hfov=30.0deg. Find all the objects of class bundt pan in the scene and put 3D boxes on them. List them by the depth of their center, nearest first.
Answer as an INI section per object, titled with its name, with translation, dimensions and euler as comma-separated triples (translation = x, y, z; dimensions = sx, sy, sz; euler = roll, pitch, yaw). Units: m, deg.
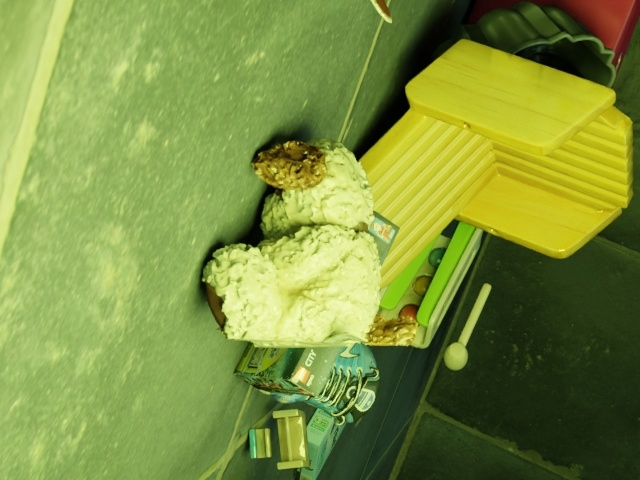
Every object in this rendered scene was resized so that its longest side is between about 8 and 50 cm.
[bundt pan]
translation = 0.281, -0.237, 1.846
dimensions = 0.331, 0.124, 0.331
euler = -19, 149, -12

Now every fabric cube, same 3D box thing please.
[fabric cube]
translation = 0.418, -0.412, 2.055
dimensions = 0.258, 0.259, 0.254
euler = -69, 167, 6

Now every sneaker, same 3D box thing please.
[sneaker]
translation = 0.016, 0.176, 1.652
dimensions = 0.130, 0.147, 0.330
euler = -52, 169, 12

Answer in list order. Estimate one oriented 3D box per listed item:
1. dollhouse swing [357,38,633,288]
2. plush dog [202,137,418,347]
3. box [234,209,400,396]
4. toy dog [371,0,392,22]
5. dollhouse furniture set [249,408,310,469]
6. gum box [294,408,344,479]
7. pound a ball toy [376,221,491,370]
[dollhouse swing]
translation = 0.226, -0.045, 1.668
dimensions = 0.305, 0.315, 0.347
euler = -59, 155, -17
[plush dog]
translation = 0.000, 0.000, 1.290
dimensions = 0.262, 0.210, 0.225
euler = 38, 52, -77
[box]
translation = -0.006, 0.077, 1.473
dimensions = 0.159, 0.044, 0.233
euler = -5, -126, 61
[toy dog]
translation = 0.063, -0.298, 0.998
dimensions = 0.220, 0.161, 0.333
euler = -70, 167, 15
[dollhouse furniture set]
translation = -0.079, 0.350, 1.767
dimensions = 0.129, 0.129, 0.184
euler = 53, 31, -77
[gum box]
translation = 0.013, 0.348, 2.253
dimensions = 0.157, 0.041, 0.184
euler = 98, 19, -50
[pound a ball toy]
translation = 0.241, 0.108, 2.383
dimensions = 0.136, 0.208, 0.319
euler = 95, 21, -55
